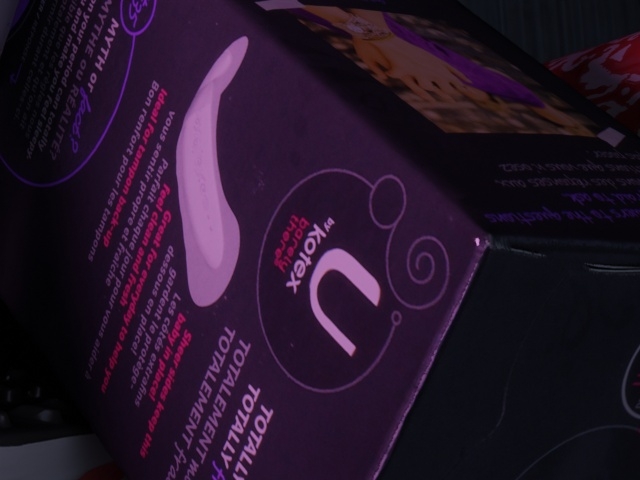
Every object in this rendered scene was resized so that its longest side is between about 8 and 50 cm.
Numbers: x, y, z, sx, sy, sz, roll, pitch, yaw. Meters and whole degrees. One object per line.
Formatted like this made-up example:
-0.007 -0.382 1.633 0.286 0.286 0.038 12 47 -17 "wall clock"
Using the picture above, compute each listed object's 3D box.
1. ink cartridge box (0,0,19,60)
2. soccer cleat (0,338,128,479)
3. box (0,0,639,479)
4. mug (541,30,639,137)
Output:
-0.119 -0.115 0.718 0.198 0.067 0.115 -7 84 -34 "ink cartridge box"
-0.055 0.106 0.707 0.318 0.109 0.116 2 108 -40 "soccer cleat"
0.000 0.000 0.607 0.143 0.270 0.165 4 120 -38 "box"
0.163 -0.035 0.821 0.150 0.169 0.113 48 59 -15 "mug"
